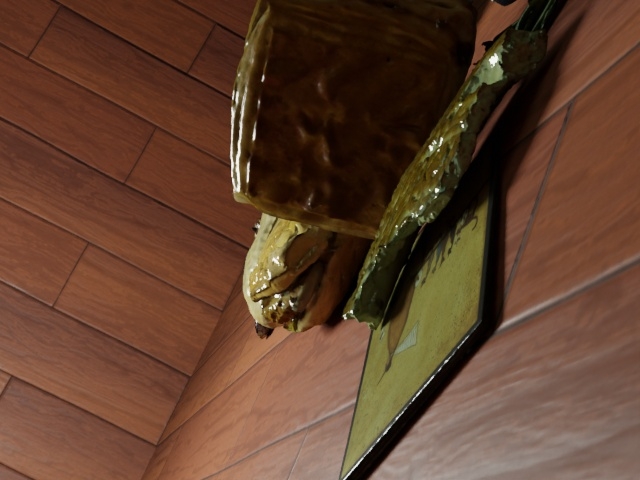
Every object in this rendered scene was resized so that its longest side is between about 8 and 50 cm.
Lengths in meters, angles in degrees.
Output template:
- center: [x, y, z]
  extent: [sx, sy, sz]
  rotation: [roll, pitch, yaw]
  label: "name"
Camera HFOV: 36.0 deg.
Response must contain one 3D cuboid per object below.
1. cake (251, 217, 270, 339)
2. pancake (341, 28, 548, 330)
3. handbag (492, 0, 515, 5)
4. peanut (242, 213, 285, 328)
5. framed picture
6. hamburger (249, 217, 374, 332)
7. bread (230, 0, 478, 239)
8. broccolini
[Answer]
- center: [-0.068, 0.076, 2.013]
  extent: [0.112, 0.135, 0.246]
  rotation: [77, -170, -84]
  label: "cake"
- center: [0.131, -0.065, 1.062]
  extent: [0.377, 0.054, 0.197]
  rotation: [-61, 6, 18]
  label: "pancake"
- center: [0.238, -0.433, 1.231]
  extent: [0.254, 0.181, 0.181]
  rotation: [-64, 8, 4]
  label: "handbag"
- center: [-0.047, 0.014, 1.721]
  extent: [0.152, 0.152, 0.313]
  rotation: [128, 162, -52]
  label: "peanut"
- center: [0.105, 0.061, 0.997]
  extent: [0.255, 0.014, 0.339]
  rotation: [-57, 9, 35]
  label: "framed picture"
- center: [0.000, -0.001, 1.456]
  extent: [0.283, 0.144, 0.259]
  rotation: [-59, 11, -7]
  label: "hamburger"
- center: [0.037, -0.181, 1.256]
  extent: [0.167, 0.277, 0.325]
  rotation: [-64, -14, -64]
  label: "bread"
- center: [0.244, -0.253, 1.070]
  extent: [0.271, 0.062, 0.123]
  rotation: [-48, 25, 51]
  label: "broccolini"
